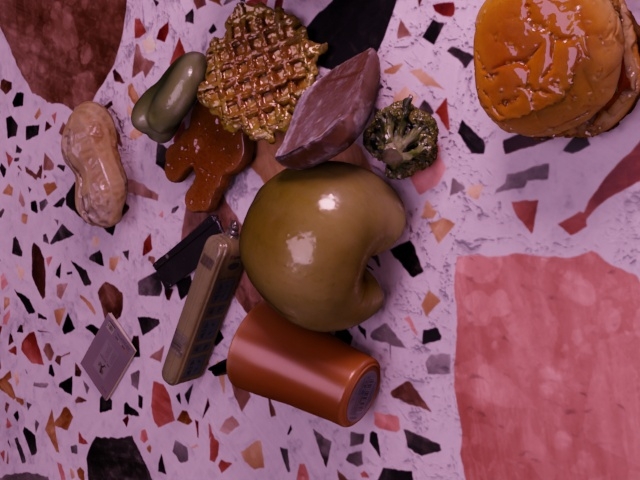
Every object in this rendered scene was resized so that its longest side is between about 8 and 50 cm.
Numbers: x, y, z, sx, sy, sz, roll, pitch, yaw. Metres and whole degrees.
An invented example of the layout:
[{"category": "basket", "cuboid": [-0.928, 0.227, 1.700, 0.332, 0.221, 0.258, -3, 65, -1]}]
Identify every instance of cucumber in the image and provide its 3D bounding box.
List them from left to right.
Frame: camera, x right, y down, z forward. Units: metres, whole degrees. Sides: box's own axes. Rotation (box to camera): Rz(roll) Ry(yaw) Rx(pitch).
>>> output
[{"category": "cucumber", "cuboid": [-0.178, 0.253, 1.745, 0.135, 0.033, 0.034, -13, 48, 39]}]

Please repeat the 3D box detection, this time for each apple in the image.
[{"category": "apple", "cuboid": [-0.013, 0.007, 1.461, 0.258, 0.233, 0.295, 28, 110, 29]}]

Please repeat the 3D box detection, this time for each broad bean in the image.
[{"category": "broad bean", "cuboid": [-0.297, -0.292, 1.729, 0.228, 0.100, 0.169, -24, 40, 49]}]

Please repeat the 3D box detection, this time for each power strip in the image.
[{"category": "power strip", "cuboid": [-0.229, 0.131, 1.737, 0.066, 0.092, 0.387, 34, 115, 30]}]

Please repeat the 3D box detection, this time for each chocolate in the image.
[{"category": "chocolate", "cuboid": [0.029, -0.206, 1.435, 0.157, 0.254, 0.080, -22, 121, 34]}]

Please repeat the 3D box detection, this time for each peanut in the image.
[{"category": "peanut", "cuboid": [-0.505, -0.170, 1.912, 0.130, 0.130, 0.290, -18, 85, 38]}]

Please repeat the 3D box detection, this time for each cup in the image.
[{"category": "cup", "cuboid": [-0.030, 0.242, 1.558, 0.264, 0.182, 0.226, 22, 141, 29]}]

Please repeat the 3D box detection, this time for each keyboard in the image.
[{"category": "keyboard", "cuboid": [-0.275, 0.027, 1.810, 0.231, 0.023, 0.072, -35, 79, 36]}]

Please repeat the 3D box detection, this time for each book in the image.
[{"category": "book", "cuboid": [-0.504, 0.276, 2.020, 0.127, 0.014, 0.181, 48, 121, 25]}]

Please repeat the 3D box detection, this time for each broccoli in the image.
[{"category": "broccoli", "cuboid": [0.133, -0.164, 1.402, 0.131, 0.120, 0.130, -19, 114, 34]}]

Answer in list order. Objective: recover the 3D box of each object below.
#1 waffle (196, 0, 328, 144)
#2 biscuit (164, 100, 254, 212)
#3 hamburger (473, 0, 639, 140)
[{"category": "waffle", "cuboid": [-0.114, -0.315, 1.597, 0.245, 0.052, 0.254, 30, 99, 22]}, {"category": "biscuit", "cuboid": [-0.208, -0.197, 1.721, 0.295, 0.044, 0.186, -47, 69, 30]}, {"category": "hamburger", "cuboid": [0.329, -0.258, 1.206, 0.244, 0.163, 0.244, 4, 98, 36]}]
